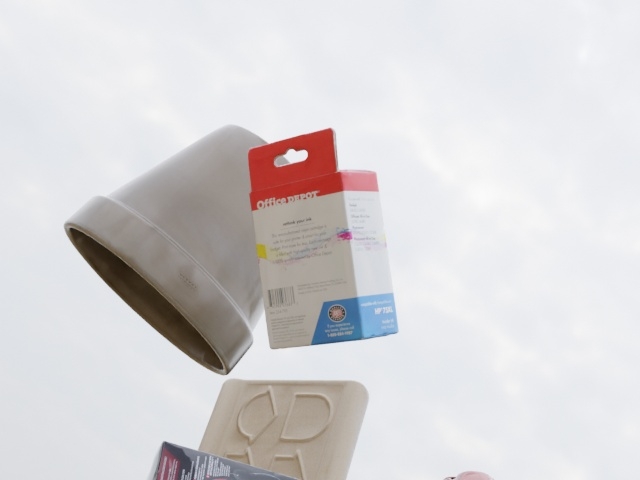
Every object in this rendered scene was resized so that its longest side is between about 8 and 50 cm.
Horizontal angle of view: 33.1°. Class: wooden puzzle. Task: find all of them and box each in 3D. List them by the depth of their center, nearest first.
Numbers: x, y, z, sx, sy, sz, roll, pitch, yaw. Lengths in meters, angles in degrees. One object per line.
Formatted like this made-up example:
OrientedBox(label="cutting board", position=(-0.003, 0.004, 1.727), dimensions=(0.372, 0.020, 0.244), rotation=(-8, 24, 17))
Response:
OrientedBox(label="wooden puzzle", position=(-0.086, 0.439, 2.218), dimensions=(0.347, 0.322, 0.080), rotation=(-1, -37, 29))

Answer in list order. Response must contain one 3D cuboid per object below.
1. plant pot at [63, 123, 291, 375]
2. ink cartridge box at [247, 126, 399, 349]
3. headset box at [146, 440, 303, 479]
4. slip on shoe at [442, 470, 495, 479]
OrientedBox(label="plant pot", position=(-0.165, -0.011, 1.584), dimensions=(0.323, 0.280, 0.323), rotation=(38, -16, 13))
OrientedBox(label="ink cartridge box", position=(0.000, 0.000, 1.208), dimensions=(0.134, 0.231, 0.078), rotation=(-10, -5, 37))
OrientedBox(label="headset box", position=(-0.147, 0.428, 1.549), dimensions=(0.293, 0.218, 0.110), rotation=(18, -56, -11))
OrientedBox(label="slip on shoe", position=(0.249, 0.427, 1.770), dimensions=(0.123, 0.101, 0.331), rotation=(17, -15, -1))
